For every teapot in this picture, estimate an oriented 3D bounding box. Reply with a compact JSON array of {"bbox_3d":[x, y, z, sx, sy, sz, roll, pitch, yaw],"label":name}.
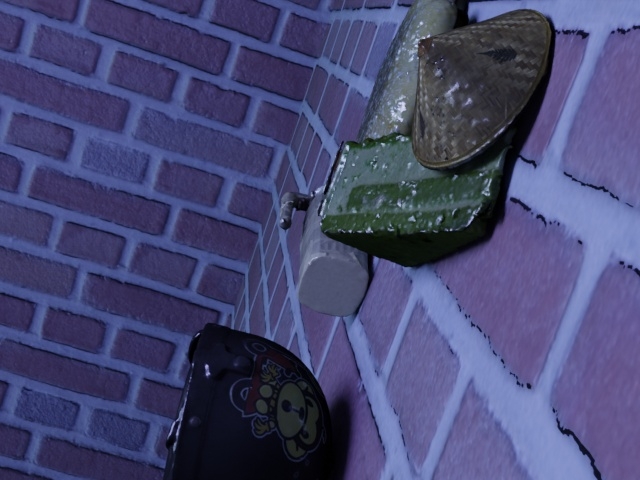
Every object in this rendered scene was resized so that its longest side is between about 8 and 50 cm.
[{"bbox_3d":[0.000,0.000,1.157,0.200,0.107,0.077,-87,13,-62],"label":"teapot"}]

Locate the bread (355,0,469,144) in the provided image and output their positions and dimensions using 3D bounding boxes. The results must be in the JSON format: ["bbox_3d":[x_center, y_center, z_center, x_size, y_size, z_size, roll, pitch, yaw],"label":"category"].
[{"bbox_3d":[0.089,-0.163,1.022,0.286,0.056,0.207,-74,8,-45],"label":"bread"}]

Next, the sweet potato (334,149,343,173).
[{"bbox_3d":[0.058,-0.094,1.187,0.214,0.050,0.050,-170,97,-76],"label":"sweet potato"}]

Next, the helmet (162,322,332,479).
[{"bbox_3d":[-0.070,0.219,0.987,0.230,0.161,0.278,-82,-2,-50],"label":"helmet"}]

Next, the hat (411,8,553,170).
[{"bbox_3d":[0.097,-0.131,0.742,0.146,0.067,0.146,-40,32,31],"label":"hat"}]

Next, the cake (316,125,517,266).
[{"bbox_3d":[0.102,-0.035,0.820,0.235,0.099,0.100,-2,67,60],"label":"cake"}]
